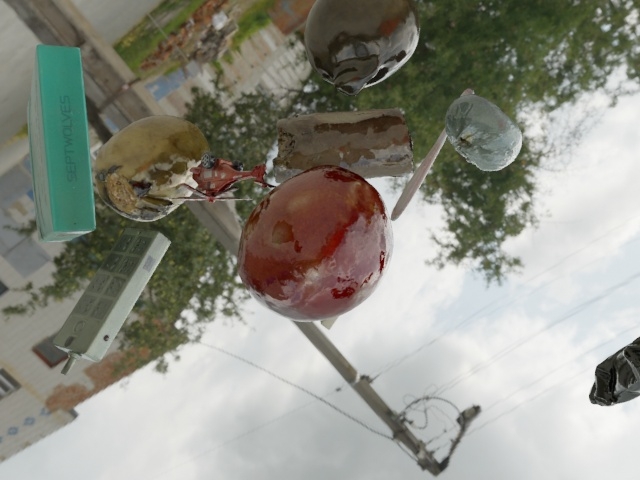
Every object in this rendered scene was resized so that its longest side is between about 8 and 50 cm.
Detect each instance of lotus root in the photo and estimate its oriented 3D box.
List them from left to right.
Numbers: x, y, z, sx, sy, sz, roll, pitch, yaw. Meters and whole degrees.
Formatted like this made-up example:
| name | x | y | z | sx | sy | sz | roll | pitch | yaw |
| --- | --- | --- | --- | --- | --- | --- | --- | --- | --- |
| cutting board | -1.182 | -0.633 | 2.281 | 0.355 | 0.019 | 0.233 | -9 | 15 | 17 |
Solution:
| name | x | y | z | sx | sy | sz | roll | pitch | yaw |
| --- | --- | --- | --- | --- | --- | --- | --- | --- | --- |
| lotus root | -0.293 | -0.147 | 1.117 | 0.182 | 0.183 | 0.310 | -29 | -169 | 27 |

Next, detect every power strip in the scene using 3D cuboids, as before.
| name | x | y | z | sx | sy | sz | roll | pitch | yaw |
| --- | --- | --- | --- | --- | --- | --- | --- | --- | --- |
| power strip | -0.172 | 0.047 | 0.485 | 0.051 | 0.019 | 0.136 | 8 | -120 | 34 |

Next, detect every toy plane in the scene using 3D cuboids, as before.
| name | x | y | z | sx | sy | sz | roll | pitch | yaw |
| --- | --- | --- | --- | --- | --- | --- | --- | --- | --- |
| toy plane | -0.149 | -0.100 | 0.915 | 0.194 | 0.126 | 0.077 | 173 | -77 | -67 |

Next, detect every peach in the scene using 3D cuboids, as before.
| name | x | y | z | sx | sy | sz | roll | pitch | yaw |
| --- | --- | --- | --- | --- | --- | --- | --- | --- | --- |
| peach | 0.000 | 0.000 | 0.835 | 0.243 | 0.199 | 0.243 | -44 | -166 | 15 |

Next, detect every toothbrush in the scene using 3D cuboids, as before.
| name | x | y | z | sx | sy | sz | roll | pitch | yaw |
| --- | --- | --- | --- | --- | --- | --- | --- | --- | --- |
| toothbrush | 0.227 | -0.171 | 1.211 | 0.307 | 0.025 | 0.029 | -59 | 160 | 8 |

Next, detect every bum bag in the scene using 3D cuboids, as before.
| name | x | y | z | sx | sy | sz | roll | pitch | yaw |
| --- | --- | --- | --- | --- | --- | --- | --- | --- | --- |
| bum bag | 0.538 | 0.212 | 1.015 | 0.142 | 0.080 | 0.326 | -36 | 155 | -18 |

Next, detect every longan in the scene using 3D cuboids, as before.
| name | x | y | z | sx | sy | sz | roll | pitch | yaw |
| --- | --- | --- | --- | --- | --- | --- | --- | --- | --- |
| longan | 0.061 | -0.309 | 0.908 | 0.185 | 0.159 | 0.204 | -4 | -119 | 37 |

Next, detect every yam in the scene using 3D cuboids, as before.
| name | x | y | z | sx | sy | sz | roll | pitch | yaw |
| --- | --- | --- | --- | --- | --- | --- | --- | --- | --- |
| yam | 0.038 | -0.160 | 1.030 | 0.238 | 0.129 | 0.128 | -5 | -145 | 4 |

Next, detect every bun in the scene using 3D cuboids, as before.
| name | x | y | z | sx | sy | sz | roll | pitch | yaw |
| --- | --- | --- | --- | --- | --- | --- | --- | --- | --- |
| bun | 0.254 | -0.169 | 0.959 | 0.083 | 0.141 | 0.141 | -44 | -162 | 0 |

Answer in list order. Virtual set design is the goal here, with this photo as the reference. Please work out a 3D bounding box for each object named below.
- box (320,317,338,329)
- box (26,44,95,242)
| name | x | y | z | sx | sy | sz | roll | pitch | yaw |
| --- | --- | --- | --- | --- | --- | --- | --- | --- | --- |
| box | 0.037 | 0.143 | 1.324 | 0.109 | 0.029 | 0.198 | -54 | 180 | -4 |
| box | -0.266 | -0.081 | 0.600 | 0.042 | 0.161 | 0.226 | -4 | 180 | -28 |
